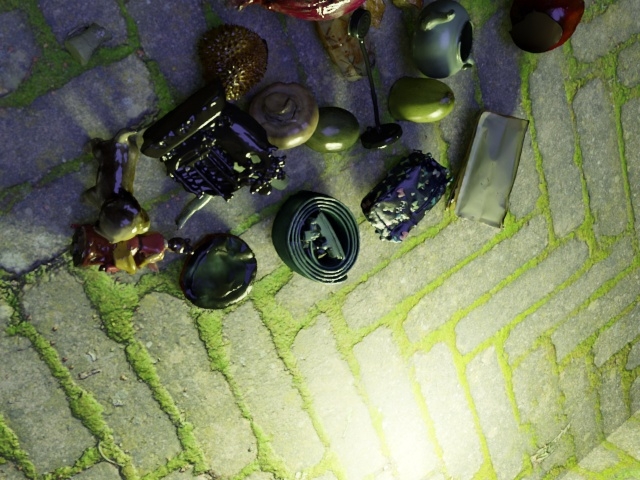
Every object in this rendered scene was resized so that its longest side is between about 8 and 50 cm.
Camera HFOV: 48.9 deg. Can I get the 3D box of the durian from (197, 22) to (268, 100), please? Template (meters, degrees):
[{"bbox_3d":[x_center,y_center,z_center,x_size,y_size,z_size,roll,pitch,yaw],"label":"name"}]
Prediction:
[{"bbox_3d":[-0.191,-0.392,1.527,0.168,0.137,0.158,-32,142,-9],"label":"durian"}]

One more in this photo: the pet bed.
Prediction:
[{"bbox_3d":[-0.243,0.076,1.704,0.201,0.053,0.201,-11,113,-27],"label":"pet bed"}]

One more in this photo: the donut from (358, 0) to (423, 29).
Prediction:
[{"bbox_3d":[0.158,-0.604,1.701,0.181,0.078,0.146,-28,118,-16],"label":"donut"}]

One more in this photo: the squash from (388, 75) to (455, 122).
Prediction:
[{"bbox_3d":[0.271,-0.358,1.793,0.123,0.187,0.123,-8,104,-32],"label":"squash"}]

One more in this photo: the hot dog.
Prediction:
[{"bbox_3d":[0.059,-0.493,1.685,0.131,0.069,0.252,-45,127,-22],"label":"hot dog"}]

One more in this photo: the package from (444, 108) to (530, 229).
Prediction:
[{"bbox_3d":[0.472,-0.211,2.007,0.165,0.221,0.311,14,104,6],"label":"package"}]

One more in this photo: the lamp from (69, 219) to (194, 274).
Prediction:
[{"bbox_3d":[-0.414,0.017,1.547,0.253,0.118,0.118,1,106,-35],"label":"lamp"}]

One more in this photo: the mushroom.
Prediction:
[{"bbox_3d":[-0.086,-0.290,1.606,0.166,0.166,0.127,-39,156,-15],"label":"mushroom"}]

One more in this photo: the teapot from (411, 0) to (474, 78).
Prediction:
[{"bbox_3d":[0.313,-0.501,1.760,0.294,0.129,0.193,28,78,-61],"label":"teapot"}]

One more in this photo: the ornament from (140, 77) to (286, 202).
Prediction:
[{"bbox_3d":[-0.221,-0.182,1.521,0.251,0.106,0.260,-30,120,15],"label":"ornament"}]

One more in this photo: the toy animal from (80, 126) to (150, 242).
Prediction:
[{"bbox_3d":[-0.421,-0.113,1.465,0.121,0.169,0.233,0,93,-31],"label":"toy animal"}]

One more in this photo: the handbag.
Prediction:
[{"bbox_3d":[0.229,-0.118,1.892,0.260,0.113,0.162,-48,118,-7],"label":"handbag"}]

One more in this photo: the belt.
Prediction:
[{"bbox_3d":[0.000,0.000,1.788,0.206,0.116,0.267,-48,122,-14],"label":"belt"}]

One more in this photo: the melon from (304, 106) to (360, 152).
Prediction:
[{"bbox_3d":[0.026,-0.270,1.712,0.167,0.114,0.114,-9,111,-31],"label":"melon"}]

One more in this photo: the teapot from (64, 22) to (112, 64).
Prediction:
[{"bbox_3d":[-0.464,-0.400,1.404,0.083,0.057,0.067,-44,95,-18],"label":"teapot"}]

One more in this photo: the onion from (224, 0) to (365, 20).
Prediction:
[{"bbox_3d":[-0.042,-0.565,1.525,0.349,0.267,0.159,-25,159,2],"label":"onion"}]

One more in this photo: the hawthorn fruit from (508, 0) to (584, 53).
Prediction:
[{"bbox_3d":[0.633,-0.619,1.922,0.251,0.189,0.189,-25,118,-27],"label":"hawthorn fruit"}]

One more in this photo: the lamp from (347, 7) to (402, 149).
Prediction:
[{"bbox_3d":[0.144,-0.377,1.680,0.130,0.108,0.371,-44,146,-35],"label":"lamp"}]

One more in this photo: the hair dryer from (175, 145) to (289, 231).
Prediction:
[{"bbox_3d":[-0.196,-0.124,1.649,0.229,0.092,0.267,13,108,-27],"label":"hair dryer"}]
